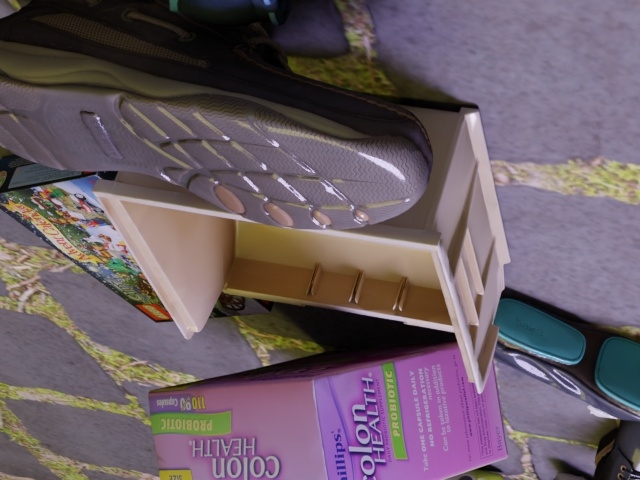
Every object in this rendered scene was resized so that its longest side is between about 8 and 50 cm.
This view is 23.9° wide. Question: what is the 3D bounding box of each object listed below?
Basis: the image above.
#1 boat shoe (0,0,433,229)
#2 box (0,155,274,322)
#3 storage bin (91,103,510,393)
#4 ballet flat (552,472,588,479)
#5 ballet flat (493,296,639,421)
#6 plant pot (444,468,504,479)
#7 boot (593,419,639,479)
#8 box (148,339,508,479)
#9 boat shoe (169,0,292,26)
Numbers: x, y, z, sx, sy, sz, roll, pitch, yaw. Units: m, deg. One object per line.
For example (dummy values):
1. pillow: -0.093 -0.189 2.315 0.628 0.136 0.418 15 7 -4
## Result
1. boat shoe: -0.084 -0.110 1.023 0.355 0.130 0.132 15 153 21
2. box: -0.167 -0.004 1.372 0.159 0.044 0.233 -8 143 42
3. storage bin: 0.000 0.000 1.185 0.262 0.123 0.260 9 152 19
4. ballet flat: 0.295 0.287 1.639 0.052 0.057 0.168 -22 145 13
5. ballet flat: 0.228 0.110 1.310 0.203 0.074 0.074 24 154 3
6. plant pot: 0.110 0.372 1.722 0.227 0.228 0.207 5 145 29
7. boot: 0.298 0.236 1.428 0.076 0.137 0.198 15 153 7
8. box: 0.008 0.167 1.376 0.213 0.117 0.243 -9 180 44
9. boat shoe: -0.030 -0.198 0.879 0.089 0.109 0.258 14 170 -7
